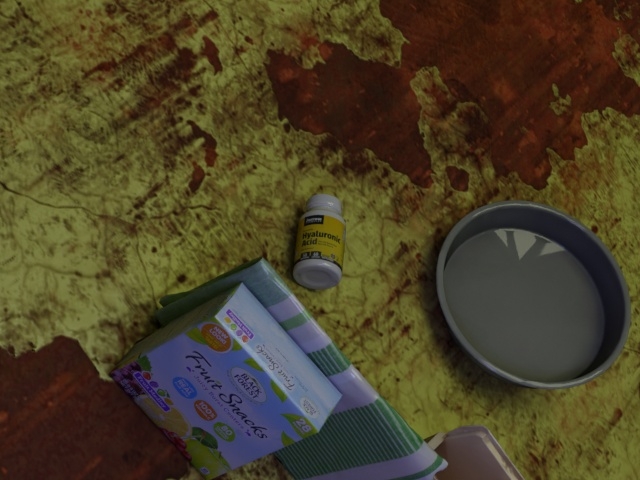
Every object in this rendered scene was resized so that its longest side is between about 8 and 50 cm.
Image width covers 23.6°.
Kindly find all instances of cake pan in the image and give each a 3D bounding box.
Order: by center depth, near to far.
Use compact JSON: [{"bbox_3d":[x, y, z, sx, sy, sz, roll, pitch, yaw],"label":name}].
[{"bbox_3d":[0.295,0.083,2.173,0.293,0.054,0.293,7,61,-13],"label":"cake pan"}]

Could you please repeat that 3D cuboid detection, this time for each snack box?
[{"bbox_3d":[-0.108,0.160,1.700,0.174,0.207,0.070,49,43,-12],"label":"snack box"}]

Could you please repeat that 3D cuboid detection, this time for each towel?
[{"bbox_3d":[-0.028,0.166,1.749,0.325,0.248,0.038,50,54,-13],"label":"towel"}]

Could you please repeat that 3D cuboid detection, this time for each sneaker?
[{"bbox_3d":[0.325,0.059,2.283,0.094,0.081,0.208,35,43,-9],"label":"sneaker"}]

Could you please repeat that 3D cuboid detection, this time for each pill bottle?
[{"bbox_3d":[0.000,0.000,1.999,0.065,0.065,0.116,28,50,-31],"label":"pill bottle"}]

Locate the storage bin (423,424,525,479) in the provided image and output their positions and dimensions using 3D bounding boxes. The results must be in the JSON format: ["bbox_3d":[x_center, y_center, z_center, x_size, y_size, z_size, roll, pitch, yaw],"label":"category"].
[{"bbox_3d":[0.156,0.390,1.810,0.260,0.123,0.262,55,46,-1],"label":"storage bin"}]
